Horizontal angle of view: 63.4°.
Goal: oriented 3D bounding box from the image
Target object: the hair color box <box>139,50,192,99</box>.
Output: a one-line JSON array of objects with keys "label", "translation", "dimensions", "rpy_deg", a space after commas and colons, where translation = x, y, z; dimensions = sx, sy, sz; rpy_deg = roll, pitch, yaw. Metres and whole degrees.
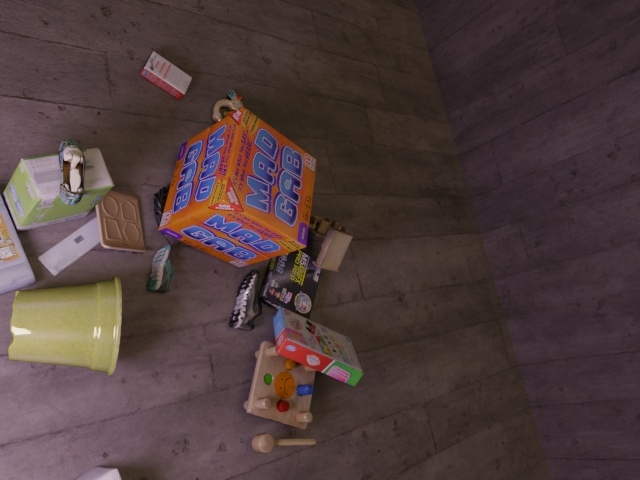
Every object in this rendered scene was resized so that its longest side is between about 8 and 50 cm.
[{"label": "hair color box", "translation": [-0.578, -0.617, 1.946], "dimensions": [0.167, 0.053, 0.093], "rpy_deg": [32, 56, -29]}]

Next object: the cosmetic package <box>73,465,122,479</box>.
[{"label": "cosmetic package", "translation": [-0.680, 0.768, 1.235], "dimensions": [0.453, 0.161, 0.230], "rpy_deg": [-22, 89, -44]}]

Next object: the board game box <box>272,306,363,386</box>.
[{"label": "board game box", "translation": [-0.014, 0.379, 1.880], "dimensions": [0.316, 0.064, 0.242], "rpy_deg": [27, 14, -17]}]

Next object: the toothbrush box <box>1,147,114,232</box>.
[{"label": "toothbrush box", "translation": [-0.741, -0.138, 1.455], "dimensions": [0.206, 0.283, 0.122], "rpy_deg": [-21, 86, -43]}]

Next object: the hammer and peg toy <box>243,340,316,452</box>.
[{"label": "hammer and peg toy", "translation": [-0.135, 0.562, 1.813], "dimensions": [0.266, 0.127, 0.361], "rpy_deg": [29, 57, -32]}]

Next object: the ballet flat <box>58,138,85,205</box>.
[{"label": "ballet flat", "translation": [-0.631, -0.184, 1.329], "dimensions": [0.070, 0.070, 0.188], "rpy_deg": [2, 71, -40]}]

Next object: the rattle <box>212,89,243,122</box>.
[{"label": "rattle", "translation": [-0.342, -0.549, 2.069], "dimensions": [0.130, 0.143, 0.200], "rpy_deg": [31, 60, -3]}]

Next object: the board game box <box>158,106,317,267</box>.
[{"label": "board game box", "translation": [-0.274, -0.160, 1.787], "dimensions": [0.356, 0.356, 0.356], "rpy_deg": [30, 55, -40]}]

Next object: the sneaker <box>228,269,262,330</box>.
[{"label": "sneaker", "translation": [-0.252, 0.223, 1.883], "dimensions": [0.106, 0.078, 0.234], "rpy_deg": [32, 59, -31]}]

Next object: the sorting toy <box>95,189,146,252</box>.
[{"label": "sorting toy", "translation": [-0.640, -0.062, 1.641], "dimensions": [0.193, 0.038, 0.208], "rpy_deg": [16, 56, -69]}]

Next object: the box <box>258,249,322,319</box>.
[{"label": "box", "translation": [-0.111, 0.156, 2.038], "dimensions": [0.216, 0.060, 0.270], "rpy_deg": [33, 54, -26]}]

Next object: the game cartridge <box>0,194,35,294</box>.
[{"label": "game cartridge", "translation": [-0.926, 0.012, 1.397], "dimensions": [0.198, 0.062, 0.297], "rpy_deg": [-23, 89, -48]}]

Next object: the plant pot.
[{"label": "plant pot", "translation": [-0.689, 0.228, 1.399], "dimensions": [0.254, 0.276, 0.276], "rpy_deg": [5, 70, -27]}]

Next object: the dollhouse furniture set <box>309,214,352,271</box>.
[{"label": "dollhouse furniture set", "translation": [0.000, 0.000, 2.123], "dimensions": [0.212, 0.242, 0.161], "rpy_deg": [16, 103, -36]}]

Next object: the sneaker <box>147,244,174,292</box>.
[{"label": "sneaker", "translation": [-0.517, 0.098, 1.722], "dimensions": [0.076, 0.065, 0.166], "rpy_deg": [37, 54, -45]}]

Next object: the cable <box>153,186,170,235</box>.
[{"label": "cable", "translation": [-0.508, -0.103, 1.807], "dimensions": [0.150, 0.047, 0.184], "rpy_deg": [-12, 81, -43]}]

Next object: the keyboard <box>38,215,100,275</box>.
[{"label": "keyboard", "translation": [-0.735, 0.005, 1.593], "dimensions": [0.072, 0.014, 0.256], "rpy_deg": [48, 48, -9]}]
